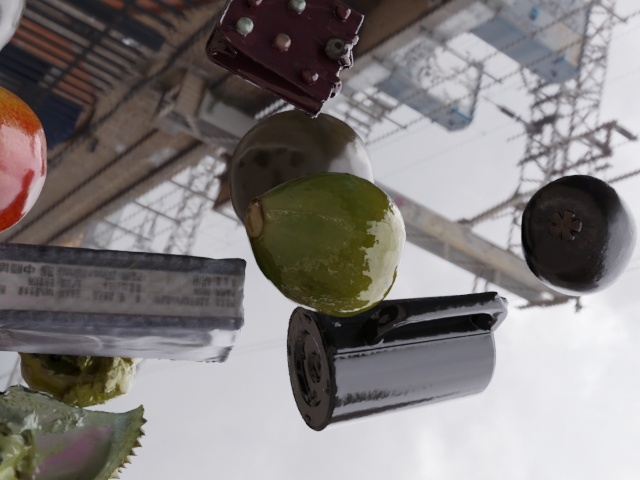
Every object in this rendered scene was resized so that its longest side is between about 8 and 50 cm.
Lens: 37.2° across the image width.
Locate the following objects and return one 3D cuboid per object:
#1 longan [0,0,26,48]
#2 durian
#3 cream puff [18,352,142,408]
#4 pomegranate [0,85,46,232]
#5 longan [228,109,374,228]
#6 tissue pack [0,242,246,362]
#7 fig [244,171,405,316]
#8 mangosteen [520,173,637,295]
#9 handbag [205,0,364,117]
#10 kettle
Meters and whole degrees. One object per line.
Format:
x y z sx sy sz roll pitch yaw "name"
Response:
-0.678 -0.444 1.512 0.404 0.404 0.436 -40 -176 42 "longan"
-0.398 0.268 1.261 0.172 0.306 0.166 -80 -167 -52 "durian"
-0.461 0.184 1.778 0.185 0.282 0.282 64 41 -68 "cream puff"
-0.464 -0.123 1.224 0.221 0.221 0.256 -36 -122 45 "pomegranate"
-0.034 -0.125 1.981 0.319 0.319 0.319 -43 -147 38 "longan"
-0.316 0.096 1.389 0.288 0.394 0.124 123 -30 -70 "tissue pack"
0.000 0.000 1.357 0.207 0.230 0.207 -167 -90 -83 "fig"
0.295 -0.004 1.083 0.137 0.151 0.137 -4 -100 23 "mangosteen"
-0.049 -0.315 1.454 0.074 0.216 0.203 -47 -162 56 "handbag"
0.122 0.165 1.561 0.203 0.308 0.262 -126 -143 -52 "kettle"
